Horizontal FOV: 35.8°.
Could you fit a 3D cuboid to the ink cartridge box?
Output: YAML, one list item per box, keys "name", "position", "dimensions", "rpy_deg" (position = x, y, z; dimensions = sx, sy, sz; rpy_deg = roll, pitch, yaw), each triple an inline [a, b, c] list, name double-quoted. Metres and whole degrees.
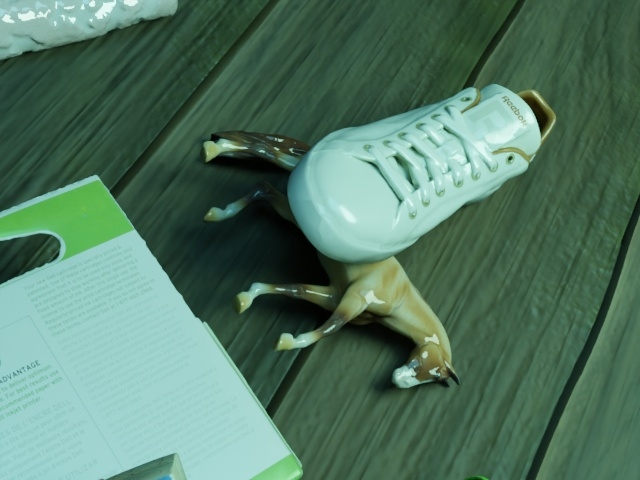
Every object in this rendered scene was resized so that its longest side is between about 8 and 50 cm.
- name: "ink cartridge box"
  position: [-0.163, 0.106, 0.646]
  dimensions: [0.189, 0.097, 0.255]
  rpy_deg: [-27, 70, -29]

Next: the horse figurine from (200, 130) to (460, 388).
- name: "horse figurine"
  position: [0.000, 0.000, 0.776]
  dimensions: [0.174, 0.066, 0.263]
  rpy_deg: [-3, 55, -34]

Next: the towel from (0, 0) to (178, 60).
- name: "towel"
  position: [-0.334, -0.277, 0.843]
  dimensions: [0.332, 0.053, 0.317]
  rpy_deg: [-23, 70, -28]

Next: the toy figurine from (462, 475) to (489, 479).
- name: "toy figurine"
  position: [0.163, 0.260, 0.672]
  dimensions: [0.159, 0.130, 0.173]
  rpy_deg: [31, 22, -17]

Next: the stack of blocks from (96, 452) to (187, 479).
- name: "stack of blocks"
  position: [-0.104, 0.277, 0.484]
  dimensions: [0.171, 0.087, 0.297]
  rpy_deg: [-19, 88, -8]

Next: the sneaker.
- name: "sneaker"
  position: [0.089, -0.072, 0.766]
  dimensions: [0.290, 0.123, 0.106]
  rpy_deg: [-27, 80, -51]
